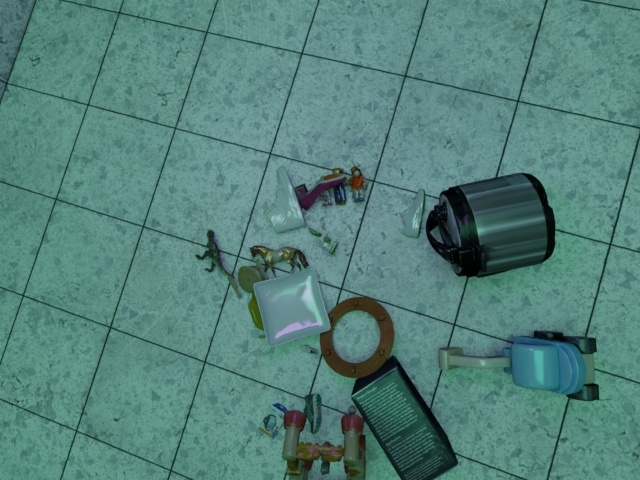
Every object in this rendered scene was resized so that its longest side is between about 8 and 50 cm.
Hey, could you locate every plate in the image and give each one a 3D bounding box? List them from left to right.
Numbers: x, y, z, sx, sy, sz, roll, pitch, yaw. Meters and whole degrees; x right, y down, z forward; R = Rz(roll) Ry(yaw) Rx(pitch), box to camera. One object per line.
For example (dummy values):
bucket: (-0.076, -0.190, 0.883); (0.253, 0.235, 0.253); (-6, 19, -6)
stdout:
plate: (-0.123, 0.285, 1.889); (0.277, 0.045, 0.278); (-14, 78, -11)

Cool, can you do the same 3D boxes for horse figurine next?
horse figurine: (-0.178, 0.091, 1.967); (0.263, 0.066, 0.175); (-10, 89, 10)

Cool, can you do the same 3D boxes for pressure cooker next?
pressure cooker: (0.622, -0.054, 1.705); (0.419, 0.370, 0.376); (-11, 79, 4)

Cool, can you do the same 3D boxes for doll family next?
doll family: (0.106, -0.244, 1.944); (0.262, 0.118, 0.163); (-6, 90, 30)

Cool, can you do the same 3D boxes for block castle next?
block castle: (0.024, 0.806, 1.688); (0.302, 0.454, 0.213); (1, 43, 7)

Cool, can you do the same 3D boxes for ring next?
ring: (0.142, 0.395, 1.832); (0.336, 0.032, 0.337); (-12, 64, 25)

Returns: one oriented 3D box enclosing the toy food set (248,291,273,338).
toy food set: (-0.238, 0.324, 1.957); (0.128, 0.071, 0.218); (-25, 78, 30)

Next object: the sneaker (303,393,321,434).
sneaker: (-0.038, 0.738, 1.889); (0.076, 0.065, 0.167); (-3, 80, 25)

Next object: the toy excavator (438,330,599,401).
toy excavator: (0.741, 0.462, 1.689); (0.444, 0.433, 0.223); (3, 84, -19)

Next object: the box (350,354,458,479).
box: (0.315, 0.688, 1.713); (0.211, 0.293, 0.396); (-33, 80, 4)

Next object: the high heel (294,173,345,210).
high heel: (0.010, -0.206, 1.906); (0.243, 0.082, 0.117); (-17, 116, 20)

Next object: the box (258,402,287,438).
box: (-0.201, 0.779, 1.918); (0.081, 0.028, 0.136); (29, 91, 11)

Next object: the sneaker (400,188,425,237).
sneaker: (0.395, -0.123, 1.899); (0.094, 0.080, 0.213); (11, 87, 21)

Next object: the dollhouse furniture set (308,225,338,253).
dollhouse furniture set: (0.000, 0.000, 1.942); (0.151, 0.076, 0.059); (29, 89, 10)

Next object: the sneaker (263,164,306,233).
sneaker: (-0.187, -0.179, 1.974); (0.169, 0.108, 0.293); (-19, 83, 3)

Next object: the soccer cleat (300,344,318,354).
soccer cleat: (-0.050, 0.476, 1.921); (0.083, 0.035, 0.029); (17, 87, 10)

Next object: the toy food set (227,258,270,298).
toy food set: (-0.314, 0.170, 1.979); (0.192, 0.038, 0.133); (-30, 89, 22)

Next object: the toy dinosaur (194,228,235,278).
toy dinosaur: (-0.494, 0.079, 2.010); (0.118, 0.064, 0.268); (-31, 75, 14)
